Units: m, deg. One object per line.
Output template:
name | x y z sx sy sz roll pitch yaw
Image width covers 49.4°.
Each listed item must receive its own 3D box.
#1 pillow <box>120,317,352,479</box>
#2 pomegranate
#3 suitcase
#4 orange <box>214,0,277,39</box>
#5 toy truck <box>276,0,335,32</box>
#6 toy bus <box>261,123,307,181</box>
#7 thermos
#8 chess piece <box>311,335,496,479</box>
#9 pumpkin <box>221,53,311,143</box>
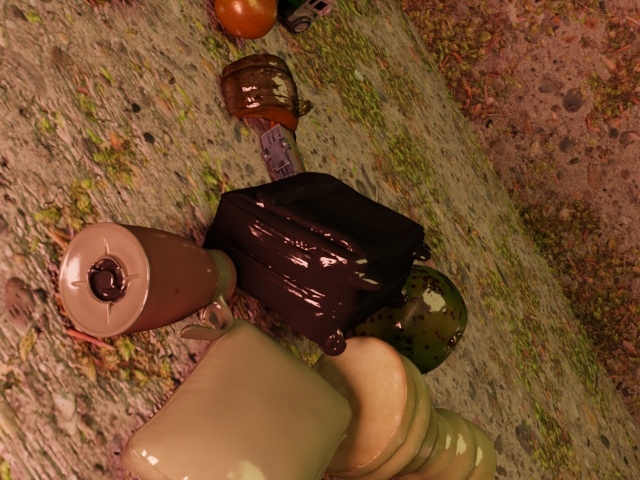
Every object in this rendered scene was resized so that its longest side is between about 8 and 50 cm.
pillow | -0.097 0.268 0.978 0.255 0.120 0.322 38 34 2
pomegranate | 0.169 0.162 1.458 0.254 0.270 0.254 -25 122 -49
suitcase | -0.009 0.011 1.226 0.339 0.188 0.345 29 24 19
orange | -0.173 -0.536 1.593 0.156 0.124 0.156 24 60 -52
toy truck | -0.102 -0.667 1.772 0.363 0.178 0.177 4 62 -61
toy bus | -0.070 -0.154 1.489 0.075 0.064 0.190 19 45 -60
thermos | -0.214 0.066 0.985 0.176 0.146 0.265 59 19 17
chess piece | 0.160 0.366 1.282 0.442 0.234 0.234 41 34 -44
pumpkin | -0.091 -0.308 1.525 0.248 0.126 0.131 15 55 -55
